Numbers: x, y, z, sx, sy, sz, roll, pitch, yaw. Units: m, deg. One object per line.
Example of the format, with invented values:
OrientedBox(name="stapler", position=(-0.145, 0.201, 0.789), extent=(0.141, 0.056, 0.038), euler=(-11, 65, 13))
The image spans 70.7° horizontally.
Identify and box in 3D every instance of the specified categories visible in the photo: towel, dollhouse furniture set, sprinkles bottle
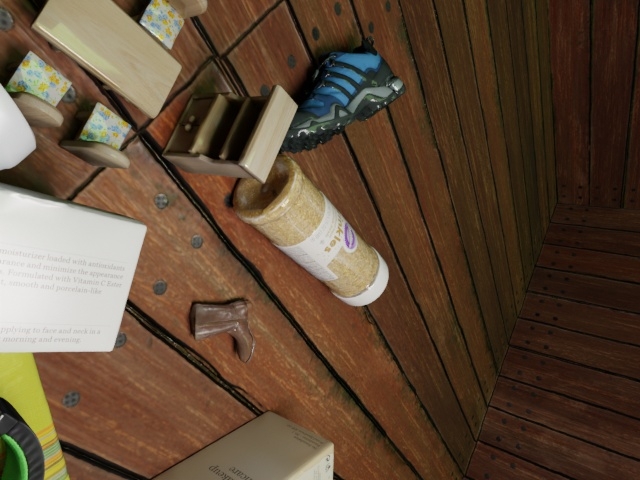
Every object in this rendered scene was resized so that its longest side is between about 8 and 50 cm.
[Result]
OrientedBox(name="towel", position=(-0.341, 0.192, 0.472), extent=(0.102, 0.021, 0.238), euler=(-27, 119, -51))
OrientedBox(name="dollhouse furniture set", position=(-0.167, -0.173, 0.490), extent=(0.242, 0.160, 0.212), euler=(38, 69, -50))
OrientedBox(name="sprinkles bottle", position=(0.000, 0.000, 0.789), extent=(0.355, 0.121, 0.121), euler=(43, 65, -48))

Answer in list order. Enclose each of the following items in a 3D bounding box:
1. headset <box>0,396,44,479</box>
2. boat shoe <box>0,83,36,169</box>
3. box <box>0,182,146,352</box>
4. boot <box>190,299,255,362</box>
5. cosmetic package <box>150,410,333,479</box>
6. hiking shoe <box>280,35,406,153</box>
OrientedBox(name="headset", position=(-0.358, 0.197, 0.289), extent=(0.243, 0.185, 0.394), euler=(-53, 144, -23))
OrientedBox(name="boat shoe", position=(-0.339, -0.142, 0.252), extent=(0.335, 0.121, 0.119), euler=(41, 59, -16))
OrientedBox(name="box", position=(-0.281, 0.009, 0.369), extent=(0.181, 0.181, 0.119), euler=(18, 86, -53))
OrientedBox(name="boot", position=(-0.153, 0.145, 0.691), extent=(0.114, 0.037, 0.107), euler=(0, 85, -56))
OrientedBox(name="cosmetic package", position=(-0.132, 0.395, 0.682), extent=(0.309, 0.160, 0.113), euler=(-10, 105, -53))
OrientedBox(name="hiking shoe", position=(0.013, -0.252, 0.785), extent=(0.304, 0.113, 0.132), euler=(-36, 95, -35))
